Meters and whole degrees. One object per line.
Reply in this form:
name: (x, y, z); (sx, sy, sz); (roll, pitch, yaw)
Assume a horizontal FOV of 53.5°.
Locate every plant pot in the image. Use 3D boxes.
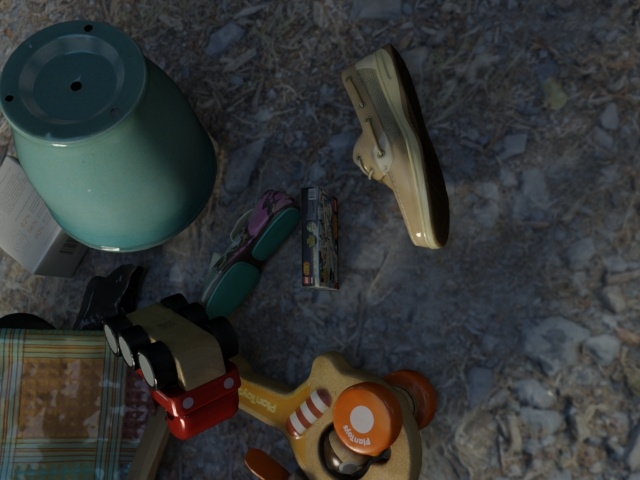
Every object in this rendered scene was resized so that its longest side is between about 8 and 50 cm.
plant pot: (-0.301, -0.154, 0.883); (0.271, 0.255, 0.272); (0, 69, 1)

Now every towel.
towel: (-0.425, 0.264, 0.930); (0.370, 0.040, 0.271); (2, 84, -13)

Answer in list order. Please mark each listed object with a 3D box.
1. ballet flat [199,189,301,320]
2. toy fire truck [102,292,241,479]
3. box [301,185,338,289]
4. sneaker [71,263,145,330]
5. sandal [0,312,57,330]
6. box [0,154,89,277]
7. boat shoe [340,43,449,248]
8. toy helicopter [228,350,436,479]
ballet flat: (-0.116, 0.019, 0.945); (0.079, 0.077, 0.221); (36, 90, 38)
toy fire truck: (-0.208, 0.226, 0.878); (0.217, 0.158, 0.246); (14, 119, 53)
box: (0.000, 0.000, 0.890); (0.027, 0.094, 0.137); (-3, 81, 18)
sneaker: (-0.337, 0.117, 1.010); (0.089, 0.051, 0.170); (8, 82, 24)
sandal: (-0.538, 0.328, 0.983); (0.107, 0.167, 0.446); (27, 91, 31)
box: (-0.466, -0.039, 1.054); (0.170, 0.091, 0.130); (35, 95, 19)
boat shoe: (0.098, -0.122, 0.871); (0.098, 0.109, 0.302); (-20, 71, 21)
toy helicopter: (-0.031, 0.256, 0.869); (0.355, 0.140, 0.235); (17, 97, 31)
